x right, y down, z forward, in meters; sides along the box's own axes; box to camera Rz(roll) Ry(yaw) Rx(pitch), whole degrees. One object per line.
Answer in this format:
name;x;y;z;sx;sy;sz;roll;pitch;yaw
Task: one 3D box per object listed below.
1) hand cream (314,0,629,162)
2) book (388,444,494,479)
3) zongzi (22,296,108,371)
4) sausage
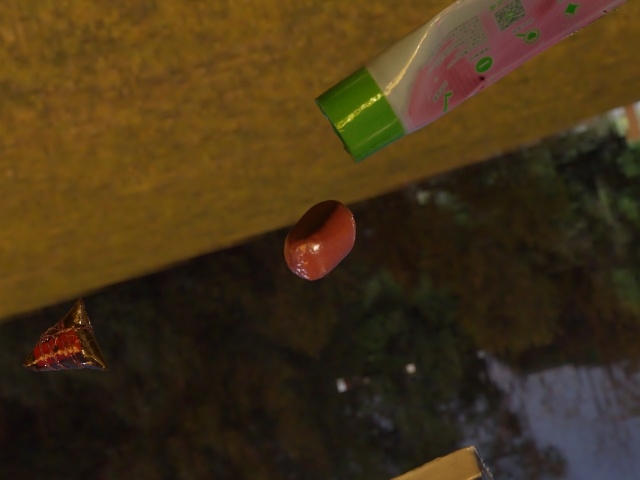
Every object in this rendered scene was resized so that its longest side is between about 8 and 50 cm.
hand cream;0.125;-0.141;1.020;0.275;0.050;0.079;-32;169;1
book;0.052;0.330;1.421;0.300;0.039;0.428;-26;145;4
zongzi;-0.248;0.093;1.649;0.083;0.073;0.067;-2;-175;24
sausage;0.000;0.000;1.692;0.059;0.054;0.094;-1;-145;41
